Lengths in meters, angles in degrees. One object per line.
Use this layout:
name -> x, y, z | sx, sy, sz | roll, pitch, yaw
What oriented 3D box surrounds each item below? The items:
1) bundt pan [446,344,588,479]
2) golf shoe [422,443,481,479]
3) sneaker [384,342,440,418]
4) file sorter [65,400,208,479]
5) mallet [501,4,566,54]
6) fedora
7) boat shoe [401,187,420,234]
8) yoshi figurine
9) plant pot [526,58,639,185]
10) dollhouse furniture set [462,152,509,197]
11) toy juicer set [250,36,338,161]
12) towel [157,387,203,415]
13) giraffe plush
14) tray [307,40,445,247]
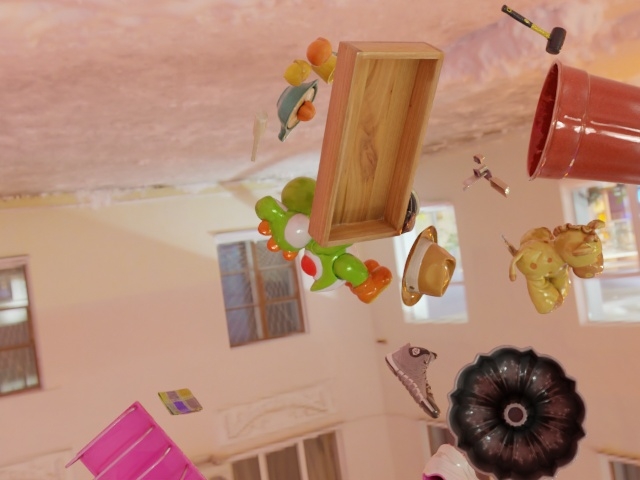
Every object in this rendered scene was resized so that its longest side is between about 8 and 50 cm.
bundt pan -> 0.476, 0.419, 1.789 | 0.330, 0.331, 0.124 | -8, 170, 15
golf shoe -> 0.419, 0.723, 2.071 | 0.140, 0.115, 0.306 | -31, -125, -29
sneaker -> 0.297, 0.382, 2.085 | 0.132, 0.229, 0.086 | -35, 155, -9
file sorter -> -0.445, 0.578, 1.788 | 0.202, 0.291, 0.182 | -42, 179, -4
mallet -> 0.507, -0.503, 1.758 | 0.189, 0.062, 0.039 | 15, 175, -22
fedora -> 0.240, 0.064, 1.571 | 0.079, 0.194, 0.194 | 18, -170, 25
boat shoe -> 0.185, -0.061, 1.633 | 0.049, 0.056, 0.152 | -36, 147, -23
yoshi figurine -> 0.018, -0.021, 1.778 | 0.203, 0.362, 0.203 | -41, -162, 39
plant pot -> 0.617, -0.240, 1.611 | 0.265, 0.273, 0.272 | 11, -179, 6
dollhouse furniture set -> 0.413, -0.147, 1.861 | 0.081, 0.091, 0.114 | -34, -136, -8
toy juicer set -> -0.054, -0.324, 1.712 | 0.089, 0.329, 0.209 | 36, 175, 6
towel -> -0.268, 0.307, 1.403 | 0.009, 0.060, 0.083 | -53, 150, 18
giraffe plush -> 0.483, 0.027, 1.454 | 0.170, 0.181, 0.210 | -21, 134, 39
tray -> 0.104, -0.190, 1.480 | 0.202, 0.411, 0.076 | -9, -145, -30
